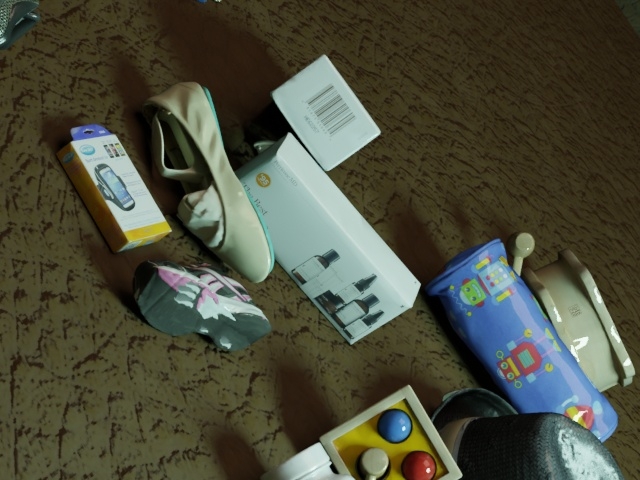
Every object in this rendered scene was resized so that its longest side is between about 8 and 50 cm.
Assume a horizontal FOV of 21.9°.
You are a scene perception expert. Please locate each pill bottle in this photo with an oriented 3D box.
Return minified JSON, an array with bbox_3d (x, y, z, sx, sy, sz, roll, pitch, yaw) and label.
[{"bbox_3d":[0.012,0.287,1.615,0.169,0.094,0.094,60,28,7],"label":"pill bottle"}]

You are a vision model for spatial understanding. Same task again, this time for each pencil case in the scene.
[{"bbox_3d":[0.260,0.146,2.132,0.306,0.119,0.133,57,9,2],"label":"pencil case"}]

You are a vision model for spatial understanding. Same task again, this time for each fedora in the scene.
[{"bbox_3d":[0.250,0.312,1.847,0.334,0.152,0.334,26,52,-40],"label":"fedora"}]

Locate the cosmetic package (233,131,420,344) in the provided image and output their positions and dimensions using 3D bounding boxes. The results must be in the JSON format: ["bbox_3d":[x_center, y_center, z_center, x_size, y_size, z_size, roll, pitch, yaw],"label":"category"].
[{"bbox_3d":[0.000,0.000,1.901,0.239,0.099,0.060,48,28,-13],"label":"cosmetic package"}]

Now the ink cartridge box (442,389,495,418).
[{"bbox_3d":[0.208,0.313,1.970,0.181,0.056,0.225,35,52,-34],"label":"ink cartridge box"}]

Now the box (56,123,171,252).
[{"bbox_3d":[-0.215,-0.055,1.697,0.136,0.028,0.081,58,28,8],"label":"box"}]

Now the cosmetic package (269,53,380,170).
[{"bbox_3d":[0.004,-0.150,1.994,0.117,0.085,0.231,55,0,-1],"label":"cosmetic package"}]

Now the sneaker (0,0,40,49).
[{"bbox_3d":[-0.353,-0.271,1.650,0.130,0.087,0.228,24,44,-48],"label":"sneaker"}]

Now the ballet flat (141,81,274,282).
[{"bbox_3d":[-0.131,-0.060,1.797,0.086,0.086,0.248,9,51,-54],"label":"ballet flat"}]

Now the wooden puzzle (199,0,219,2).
[{"bbox_3d":[-0.155,-0.347,2.119,0.078,0.014,0.116,22,43,-47],"label":"wooden puzzle"}]

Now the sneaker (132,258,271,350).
[{"bbox_3d":[-0.131,0.054,1.686,0.178,0.072,0.077,34,22,-49],"label":"sneaker"}]

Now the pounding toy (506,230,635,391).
[{"bbox_3d":[0.316,0.111,2.317,0.154,0.154,0.270,-137,-158,-87],"label":"pounding toy"}]

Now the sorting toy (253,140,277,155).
[{"bbox_3d":[-0.038,-0.078,1.999,0.075,0.045,0.083,44,23,-63],"label":"sorting toy"}]

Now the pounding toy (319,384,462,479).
[{"bbox_3d":[0.065,0.241,1.725,0.130,0.141,0.100,59,0,7],"label":"pounding toy"}]
